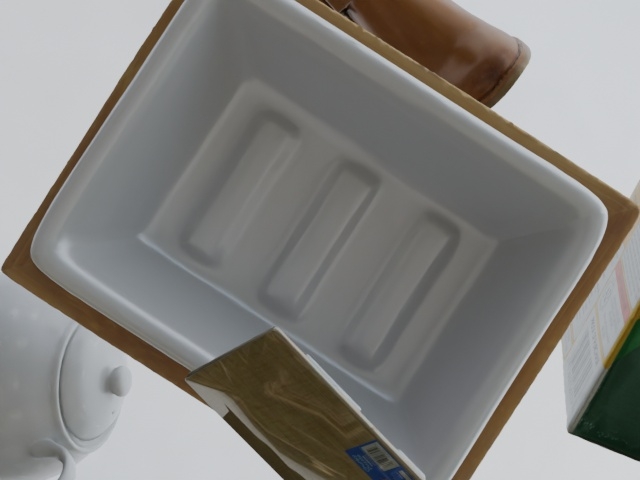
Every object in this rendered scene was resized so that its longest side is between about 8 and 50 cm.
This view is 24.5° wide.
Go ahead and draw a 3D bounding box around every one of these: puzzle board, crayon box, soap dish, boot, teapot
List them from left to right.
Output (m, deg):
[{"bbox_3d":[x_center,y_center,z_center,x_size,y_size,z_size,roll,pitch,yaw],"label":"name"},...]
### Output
[{"bbox_3d":[-0.294,0.155,1.599,0.187,0.252,0.256,2,-89,22],"label":"teapot"},{"bbox_3d":[-0.002,0.100,0.749,0.128,0.011,0.096,46,-37,-9],"label":"puzzle board"},{"bbox_3d":[0.000,0.000,0.859,0.291,0.118,0.229,33,-91,1],"label":"soap dish"},{"bbox_3d":[0.064,-0.228,1.355,0.109,0.283,0.220,-44,-63,6],"label":"boot"},{"bbox_3d":[0.307,-0.001,1.221,0.083,0.203,0.323,22,-66,-2],"label":"crayon box"}]
